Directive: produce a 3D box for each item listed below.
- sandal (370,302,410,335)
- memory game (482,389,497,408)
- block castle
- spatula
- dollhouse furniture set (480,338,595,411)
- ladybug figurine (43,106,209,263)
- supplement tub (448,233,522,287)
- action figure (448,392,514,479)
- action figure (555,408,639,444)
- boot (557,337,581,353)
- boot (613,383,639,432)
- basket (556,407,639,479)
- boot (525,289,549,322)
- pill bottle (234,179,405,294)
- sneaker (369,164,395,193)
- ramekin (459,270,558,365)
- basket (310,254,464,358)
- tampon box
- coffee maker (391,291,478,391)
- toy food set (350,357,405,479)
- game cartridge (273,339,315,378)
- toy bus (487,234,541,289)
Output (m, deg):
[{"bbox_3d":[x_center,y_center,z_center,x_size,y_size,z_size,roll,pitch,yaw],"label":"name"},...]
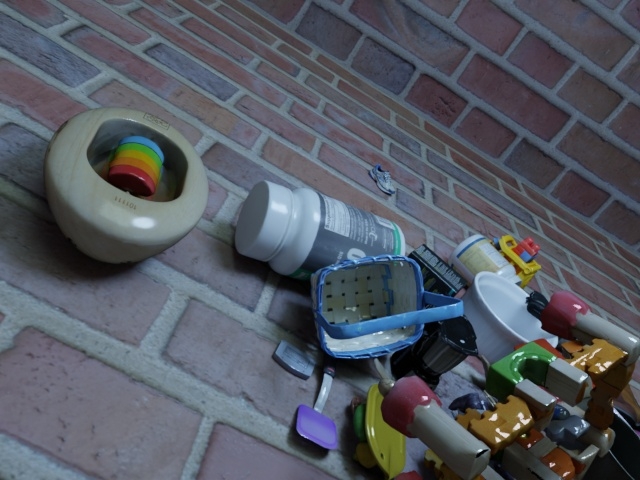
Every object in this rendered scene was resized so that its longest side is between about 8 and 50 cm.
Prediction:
[{"bbox_3d":[0.185,0.172,1.356,0.086,0.120,0.303,51,27,-18],"label":"sandal"},{"bbox_3d":[0.423,0.410,1.248,0.186,0.012,0.186,51,5,-6],"label":"memory game"},{"bbox_3d":[0.307,0.296,0.952,0.453,0.303,0.212,-21,33,-28],"label":"block castle"},{"bbox_3d":[0.009,0.280,1.074,0.084,0.030,0.296,31,29,-8],"label":"spatula"},{"bbox_3d":[0.528,0.291,1.281,0.259,0.261,0.135,-104,177,-75],"label":"dollhouse furniture set"},{"bbox_3d":[-0.380,-0.110,1.106,0.305,0.162,0.449,26,31,-18],"label":"ladybug figurine"},{"bbox_3d":[0.515,0.095,1.759,0.144,0.144,0.200,-4,48,-49],"label":"supplement tub"},{"bbox_3d":[0.349,0.454,1.116,0.185,0.099,0.285,24,34,-33],"label":"action figure"},{"bbox_3d":[0.748,0.493,1.260,0.370,0.276,0.248,22,43,40],"label":"action figure"},{"bbox_3d":[0.818,0.303,1.855,0.161,0.083,0.246,41,34,-4],"label":"boot"},{"bbox_3d":[0.846,0.429,1.629,0.264,0.096,0.281,26,37,-19],"label":"boot"},{"bbox_3d":[0.534,0.478,1.130,0.154,0.227,0.204,15,35,-32],"label":"basket"},{"bbox_3d":[0.619,0.195,1.548,0.121,0.045,0.099,39,27,9],"label":"boot"},{"bbox_3d":[0.000,0.000,1.299,0.360,0.204,0.204,19,33,-27],"label":"pill bottle"},{"bbox_3d":[0.228,-0.222,2.014,0.052,0.058,0.135,-3,47,-48],"label":"sneaker"},{"bbox_3d":[0.501,0.230,1.555,0.277,0.135,0.277,25,31,-16],"label":"ramekin"},{"bbox_3d":[0.109,0.131,1.107,0.254,0.201,0.289,-7,2,-14],"label":"basket"},{"bbox_3d":[0.290,0.112,1.521,0.161,0.120,0.101,44,31,14],"label":"tampon box"},{"bbox_3d":[0.251,0.239,1.235,0.120,0.178,0.171,38,31,3],"label":"coffee maker"},{"bbox_3d":[0.099,0.345,1.049,0.128,0.071,0.218,52,26,-20],"label":"toy food set"},{"bbox_3d":[-0.051,0.234,1.095,0.083,0.017,0.056,34,25,-1],"label":"game cartridge"},{"bbox_3d":[0.617,0.056,1.857,0.149,0.211,0.220,-7,48,-49],"label":"toy bus"}]
